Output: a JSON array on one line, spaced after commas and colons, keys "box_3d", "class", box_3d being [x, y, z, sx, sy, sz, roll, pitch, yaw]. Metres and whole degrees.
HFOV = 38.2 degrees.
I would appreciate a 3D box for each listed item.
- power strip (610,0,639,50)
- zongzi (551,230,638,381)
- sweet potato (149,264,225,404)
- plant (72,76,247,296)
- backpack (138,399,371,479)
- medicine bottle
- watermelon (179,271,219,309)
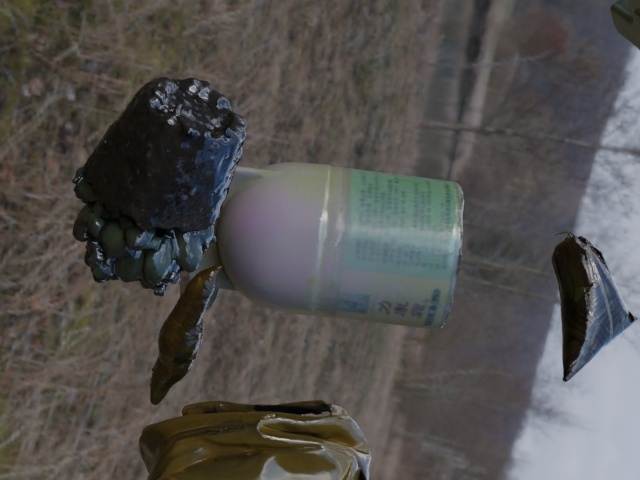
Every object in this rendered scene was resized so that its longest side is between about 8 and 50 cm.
[{"box_3d": [0.561, -0.339, 1.536, 0.194, 0.059, 0.265, 56, 4, 41], "class": "power strip"}, {"box_3d": [0.385, 0.095, 1.421, 0.184, 0.187, 0.084, -31, -176, -36], "class": "zongzi"}, {"box_3d": [-0.198, 0.136, 1.329, 0.274, 0.067, 0.067, -63, -179, 33], "class": "sweet potato"}, {"box_3d": [-0.106, -0.032, 0.594, 0.094, 0.092, 0.143, -15, 143, -48], "class": "plant"}, {"box_3d": [-0.109, 0.391, 1.477, 0.354, 0.377, 0.201, 90, 1, -49], "class": "backpack"}, {"box_3d": [0.000, 0.000, 1.425, 0.236, 0.406, 0.236, -174, -90, -89], "class": "medicine bottle"}, {"box_3d": [-0.209, 0.081, 1.607, 0.092, 0.072, 0.085, -19, -104, 49], "class": "watermelon"}]
